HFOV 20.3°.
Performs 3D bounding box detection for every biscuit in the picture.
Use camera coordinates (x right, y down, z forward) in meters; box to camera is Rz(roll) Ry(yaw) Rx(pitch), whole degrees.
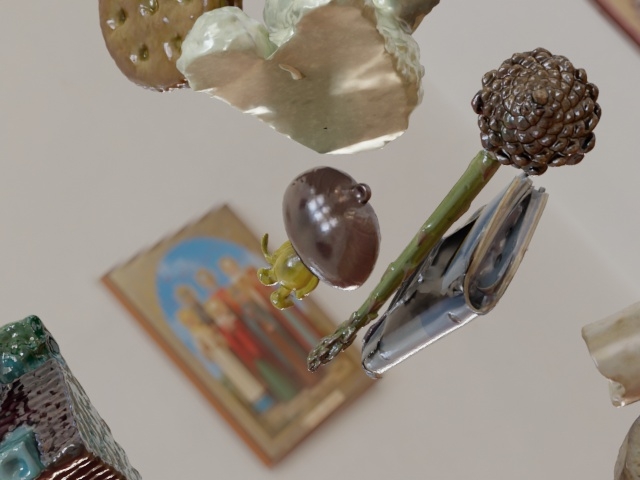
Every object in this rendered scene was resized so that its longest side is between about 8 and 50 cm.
[{"bbox_3d":[-0.190,-0.294,2.234,0.066,0.220,0.220,-7,-32,-47],"label":"biscuit"}]

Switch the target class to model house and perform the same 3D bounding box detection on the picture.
[{"bbox_3d":[-0.348,0.230,1.720,0.280,0.230,0.249,-34,-3,2],"label":"model house"}]

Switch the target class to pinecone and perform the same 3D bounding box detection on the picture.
[{"bbox_3d":[0.174,-0.101,1.382,0.102,0.102,0.109,-47,-12,30],"label":"pinecone"}]

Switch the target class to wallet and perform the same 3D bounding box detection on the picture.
[{"bbox_3d":[0.121,0.031,1.658,0.170,0.069,0.231,-55,7,-30],"label":"wallet"}]

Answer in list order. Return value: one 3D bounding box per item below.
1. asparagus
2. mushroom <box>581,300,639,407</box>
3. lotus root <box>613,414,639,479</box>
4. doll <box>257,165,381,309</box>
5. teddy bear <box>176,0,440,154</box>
[{"bbox_3d":[0.067,0.020,1.459,0.248,0.025,0.024,-51,-3,22],"label":"asparagus"},{"bbox_3d":[0.431,0.073,1.968,0.290,0.293,0.292,-22,-4,11],"label":"mushroom"},{"bbox_3d":[0.453,0.308,2.253,0.261,0.170,0.074,-86,14,-49],"label":"lotus root"},{"bbox_3d":[-0.004,-0.007,2.022,0.096,0.145,0.188,-6,-9,-43],"label":"doll"},{"bbox_3d":[-0.012,-0.288,2.010,0.327,0.362,0.375,-21,-32,18],"label":"teddy bear"}]
